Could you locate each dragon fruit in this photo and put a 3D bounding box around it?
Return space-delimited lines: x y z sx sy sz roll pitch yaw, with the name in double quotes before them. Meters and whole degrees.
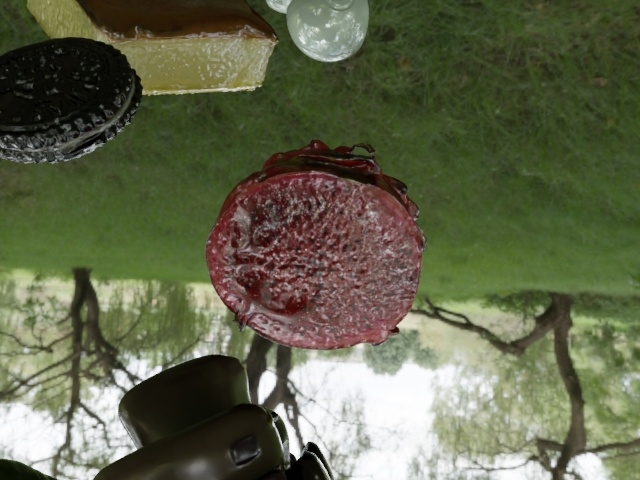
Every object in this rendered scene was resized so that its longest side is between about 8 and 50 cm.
"dragon fruit" 0.000 0.000 1.027 0.371 0.249 0.386 -30 117 22

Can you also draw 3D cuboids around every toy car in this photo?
"toy car" -0.142 0.260 0.693 0.271 0.240 0.340 -24 167 -8

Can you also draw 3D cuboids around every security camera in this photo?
"security camera" 0.002 -0.501 1.261 0.195 0.236 0.194 -31 178 -1

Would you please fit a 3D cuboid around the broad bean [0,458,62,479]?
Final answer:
"broad bean" -0.320 0.286 0.617 0.056 0.098 0.318 -19 137 10

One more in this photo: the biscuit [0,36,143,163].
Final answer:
"biscuit" -0.296 -0.159 0.645 0.195 0.194 0.053 2 141 5

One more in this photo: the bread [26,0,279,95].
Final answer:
"bread" -0.287 -0.382 0.999 0.333 0.143 0.323 -17 -128 -43
